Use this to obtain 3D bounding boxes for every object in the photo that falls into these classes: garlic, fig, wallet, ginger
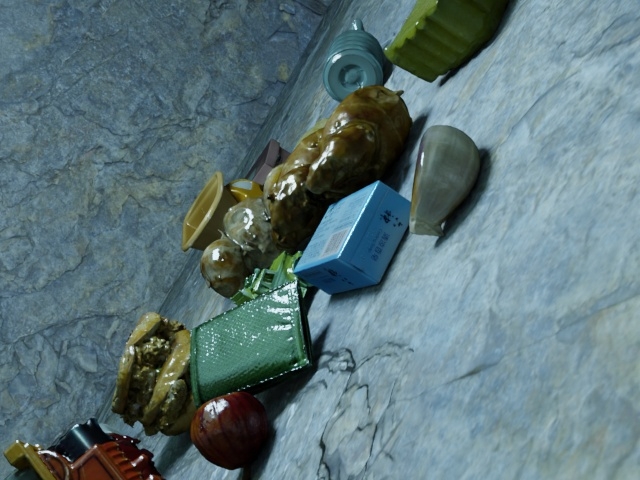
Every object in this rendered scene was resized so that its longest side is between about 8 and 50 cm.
[{"bbox_3d":[0.165,-0.101,1.305,0.198,0.090,0.128,-85,17,-55],"label":"garlic"},{"bbox_3d":[-0.133,0.299,1.432,0.128,0.128,0.150,-57,39,6],"label":"fig"},{"bbox_3d":[-0.114,0.176,1.522,0.236,0.055,0.160,-26,58,25],"label":"wallet"},{"bbox_3d":[-0.092,-0.043,1.958,0.375,0.176,0.256,-44,5,15],"label":"ginger"},{"bbox_3d":[0.020,-0.119,1.709,0.357,0.152,0.274,-44,13,39],"label":"ginger"}]

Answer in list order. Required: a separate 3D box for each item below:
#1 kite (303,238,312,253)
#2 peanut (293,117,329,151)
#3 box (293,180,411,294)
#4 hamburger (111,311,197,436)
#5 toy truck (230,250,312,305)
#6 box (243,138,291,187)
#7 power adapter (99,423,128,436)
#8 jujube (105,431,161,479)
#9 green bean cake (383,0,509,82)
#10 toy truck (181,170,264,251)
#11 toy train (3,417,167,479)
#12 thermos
[{"bbox_3d":[-0.001,-0.001,1.862,0.245,0.015,0.141,-58,13,-1],"label":"kite"},{"bbox_3d":[-0.004,-0.208,2.145,0.159,0.109,0.140,-60,13,0],"label":"peanut"},{"bbox_3d":[0.051,0.001,1.494,0.143,0.083,0.232,-62,12,-16],"label":"box"},{"bbox_3d":[-0.329,0.294,1.968,0.260,0.211,0.245,163,130,-80],"label":"hamburger"},{"bbox_3d":[-0.101,0.125,1.669,0.128,0.135,0.259,-40,19,54],"label":"toy truck"},{"bbox_3d":[-0.177,-0.170,2.784,0.215,0.086,0.215,-52,14,22],"label":"box"},{"bbox_3d":[-0.538,0.552,2.349,0.130,0.125,0.205,-59,14,-10],"label":"power adapter"},{"bbox_3d":[-0.444,0.506,1.835,0.258,0.258,0.376,-64,10,-27],"label":"jujube"},{"bbox_3d":[0.241,-0.422,1.678,0.233,0.124,0.236,-32,29,61],"label":"green bean cake"},{"bbox_3d":[-0.221,-0.042,2.365,0.204,0.211,0.288,-50,18,28],"label":"toy truck"},{"bbox_3d":[-0.327,0.434,1.417,0.231,0.369,0.163,-41,-24,-13],"label":"toy train"},{"bbox_3d":[0.087,-0.431,2.303,0.286,0.145,0.182,-78,-10,-63],"label":"thermos"}]
